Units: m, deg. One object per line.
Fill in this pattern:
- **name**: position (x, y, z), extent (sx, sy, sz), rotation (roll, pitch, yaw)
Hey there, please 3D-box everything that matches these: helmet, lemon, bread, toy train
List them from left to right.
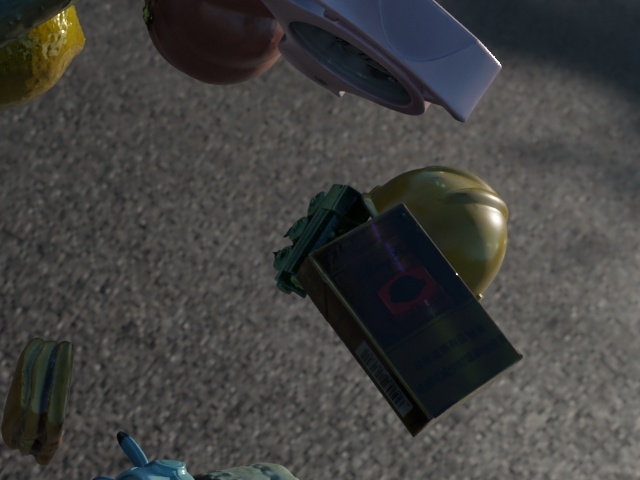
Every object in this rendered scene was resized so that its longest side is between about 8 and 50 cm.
- **lemon**: position (-0.480, -0.293, 1.928), extent (0.263, 0.236, 0.236), rotation (-32, 72, -32)
- **bread**: position (-0.342, 0.196, 1.662), extent (0.077, 0.200, 0.116), rotation (15, 63, -10)
- **toy train**: position (0.000, 0.000, 1.858), extent (0.071, 0.170, 0.111), rotation (34, -8, -17)
- **helmet**: position (0.178, -0.017, 1.799), extent (0.257, 0.140, 0.205), rotation (36, 16, -44)

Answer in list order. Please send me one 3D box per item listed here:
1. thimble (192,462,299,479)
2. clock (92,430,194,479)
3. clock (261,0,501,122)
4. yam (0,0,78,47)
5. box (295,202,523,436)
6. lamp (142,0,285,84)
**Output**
- **thimble**: position (-0.096, 0.387, 1.615), extent (0.150, 0.237, 0.237), rotation (-5, 50, -30)
- **clock**: position (-0.131, 0.216, 1.039), extent (0.045, 0.108, 0.147), rotation (10, 30, -34)
- **clock**: position (0.006, -0.242, 1.430), extent (0.290, 0.080, 0.275), rotation (37, -9, -29)
- **yam**: position (-0.340, -0.266, 1.518), extent (0.083, 0.372, 0.083), rotation (55, -9, 14)
- **box**: position (0.105, 0.089, 1.605), extent (0.159, 0.071, 0.240), rotation (-29, 74, -26)
- **lamp**: position (-0.107, -0.354, 1.817), extent (0.240, 0.305, 0.305), rotation (7, 42, -23)
